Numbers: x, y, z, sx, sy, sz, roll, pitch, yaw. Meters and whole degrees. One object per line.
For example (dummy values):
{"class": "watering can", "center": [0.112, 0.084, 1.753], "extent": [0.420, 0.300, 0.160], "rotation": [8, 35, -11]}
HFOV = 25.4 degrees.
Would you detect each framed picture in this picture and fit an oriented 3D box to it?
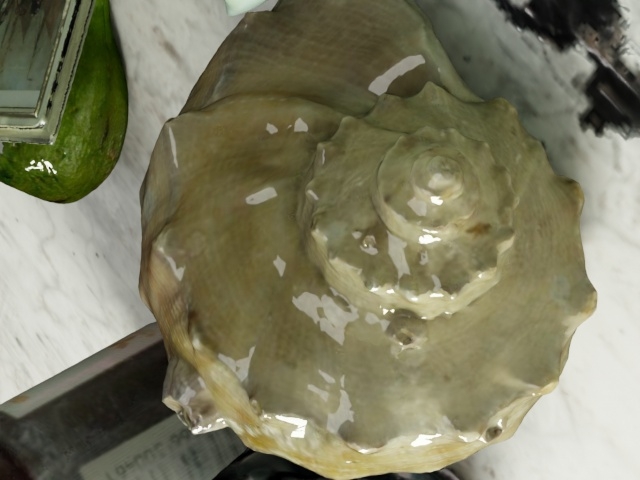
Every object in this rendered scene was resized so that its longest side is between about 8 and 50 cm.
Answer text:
{"class": "framed picture", "center": [-0.207, -0.165, 0.883], "extent": [0.274, 0.017, 0.217], "rotation": [5, 79, 50]}

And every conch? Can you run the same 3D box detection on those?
{"class": "conch", "center": [-0.008, 0.001, 0.729], "extent": [0.324, 0.186, 0.263], "rotation": [-36, 66, 54]}

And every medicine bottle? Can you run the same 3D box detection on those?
{"class": "medicine bottle", "center": [-0.162, 0.173, 0.946], "extent": [0.165, 0.273, 0.165], "rotation": [32, 137, 37]}

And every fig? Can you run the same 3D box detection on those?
{"class": "fig", "center": [-0.178, -0.109, 0.937], "extent": [0.123, 0.123, 0.156], "rotation": [33, 99, 35]}

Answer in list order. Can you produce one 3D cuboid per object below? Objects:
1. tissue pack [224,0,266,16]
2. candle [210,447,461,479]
{"class": "tissue pack", "center": [0.004, -0.275, 0.469], "extent": [0.287, 0.162, 0.388], "rotation": [46, 147, -13]}
{"class": "candle", "center": [0.011, 0.282, 0.881], "extent": [0.187, 0.187, 0.330], "rotation": [31, 136, 37]}
